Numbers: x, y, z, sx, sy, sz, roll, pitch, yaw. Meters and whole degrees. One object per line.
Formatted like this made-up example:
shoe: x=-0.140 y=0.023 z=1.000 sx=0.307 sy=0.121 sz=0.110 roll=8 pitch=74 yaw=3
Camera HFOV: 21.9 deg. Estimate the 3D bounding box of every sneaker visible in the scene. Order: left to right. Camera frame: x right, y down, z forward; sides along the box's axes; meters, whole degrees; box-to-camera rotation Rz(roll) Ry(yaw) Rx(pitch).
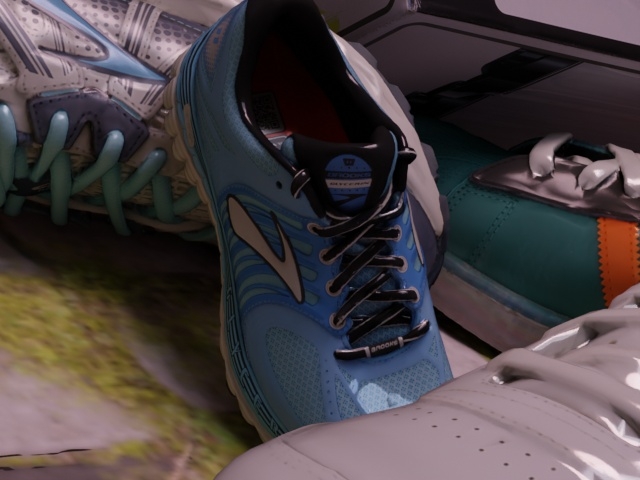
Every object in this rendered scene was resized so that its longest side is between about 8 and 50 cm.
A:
sneaker: x=-0.092 y=-0.042 z=0.558 sx=0.283 sy=0.110 sz=0.122 roll=32 pitch=52 yaw=-2
sneaker: x=0.000 y=0.000 z=0.476 sx=0.063 sy=0.073 sz=0.162 roll=-18 pitch=76 yaw=-23
sneaker: x=0.088 y=0.040 z=0.422 sx=0.114 sy=0.152 sz=0.305 roll=24 pitch=15 yaw=40
sneaker: x=0.157 y=0.007 z=0.623 sx=0.302 sy=0.121 sz=0.108 roll=27 pitch=21 yaw=11

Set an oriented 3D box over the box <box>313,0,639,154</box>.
box: x=0.092 y=-0.087 z=0.720 sx=0.290 sy=0.087 sz=0.169 roll=7 pitch=-17 yaw=-37
